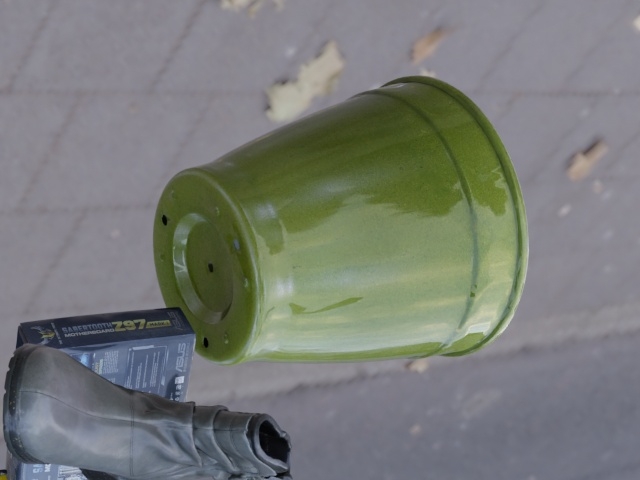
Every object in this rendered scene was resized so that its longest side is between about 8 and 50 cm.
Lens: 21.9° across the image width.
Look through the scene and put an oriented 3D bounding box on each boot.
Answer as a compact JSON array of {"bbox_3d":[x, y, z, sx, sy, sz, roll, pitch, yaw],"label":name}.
[{"bbox_3d":[-0.112,0.129,1.176,0.161,0.083,0.246,-1,162,16],"label":"boot"}]

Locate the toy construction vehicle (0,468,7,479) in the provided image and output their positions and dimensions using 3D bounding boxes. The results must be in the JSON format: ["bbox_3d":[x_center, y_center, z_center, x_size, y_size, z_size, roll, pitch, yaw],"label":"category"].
[{"bbox_3d":[-0.394,0.248,1.789,0.098,0.086,0.035,-12,157,-22],"label":"toy construction vehicle"}]

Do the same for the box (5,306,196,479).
[{"bbox_3d":[-0.242,0.187,1.796,0.183,0.059,0.232,-6,124,-25],"label":"box"}]

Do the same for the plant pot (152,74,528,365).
[{"bbox_3d":[0.000,0.000,2.017,0.353,0.366,0.366,-12,143,-35],"label":"plant pot"}]
